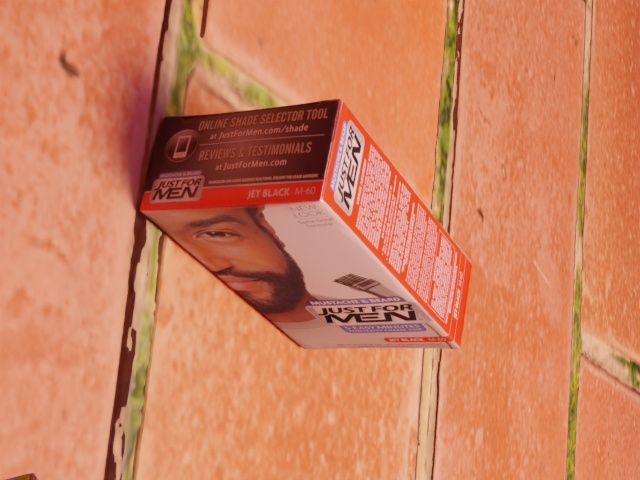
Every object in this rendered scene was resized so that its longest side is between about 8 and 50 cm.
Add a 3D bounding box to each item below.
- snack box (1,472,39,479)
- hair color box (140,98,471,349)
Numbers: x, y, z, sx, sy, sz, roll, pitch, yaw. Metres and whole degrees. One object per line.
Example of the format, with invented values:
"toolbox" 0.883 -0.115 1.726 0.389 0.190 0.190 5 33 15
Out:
"snack box" -0.097 0.202 0.354 0.207 0.070 0.174 -86 160 -60
"hair color box" 0.000 0.000 0.598 0.167 0.093 0.053 46 48 -51
